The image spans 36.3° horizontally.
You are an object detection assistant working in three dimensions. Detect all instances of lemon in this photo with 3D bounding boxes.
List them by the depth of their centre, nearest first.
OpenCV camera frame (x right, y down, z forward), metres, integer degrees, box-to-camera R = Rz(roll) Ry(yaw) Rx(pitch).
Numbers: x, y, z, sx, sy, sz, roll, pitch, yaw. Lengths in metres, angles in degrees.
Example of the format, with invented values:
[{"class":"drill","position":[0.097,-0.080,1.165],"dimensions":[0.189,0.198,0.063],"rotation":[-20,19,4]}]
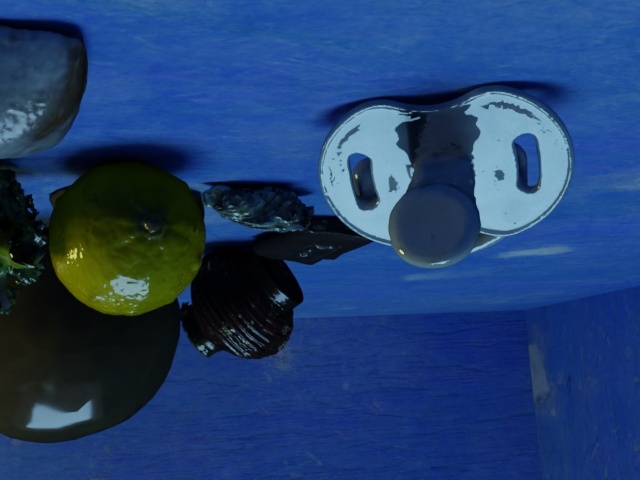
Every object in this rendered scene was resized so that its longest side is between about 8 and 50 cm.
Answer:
[{"class":"lemon","position":[-0.239,-0.002,1.211],"dimensions":[0.192,0.192,0.231],"rotation":[0,171,-22]}]

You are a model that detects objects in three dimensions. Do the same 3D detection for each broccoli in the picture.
[{"class":"broccoli","position":[-0.389,-0.002,1.179],"dimensions":[0.154,0.167,0.160],"rotation":[36,163,-37]}]

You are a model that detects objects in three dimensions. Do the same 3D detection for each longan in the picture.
[{"class":"longan","position":[-0.433,0.148,1.626],"dimensions":[0.405,0.404,0.336],"rotation":[-2,134,-10]}]

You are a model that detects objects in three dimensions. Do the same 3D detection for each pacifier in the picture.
[{"class":"pacifier","position":[0.134,-0.041,1.046],"dimensions":[0.279,0.227,0.207],"rotation":[-6,-146,12]}]

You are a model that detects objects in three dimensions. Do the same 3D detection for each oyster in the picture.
[{"class":"oyster","position":[-0.083,-0.049,1.413],"dimensions":[0.125,0.064,0.177],"rotation":[8,-173,26]}]

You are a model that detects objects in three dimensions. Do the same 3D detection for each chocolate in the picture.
[{"class":"chocolate","position":[-0.350,-0.115,0.809],"dimensions":[0.303,0.100,0.185],"rotation":[3,172,-18]}]

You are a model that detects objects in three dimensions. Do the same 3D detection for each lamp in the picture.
[{"class":"lamp","position":[-0.158,0.127,1.909],"dimensions":[0.247,0.246,0.247],"rotation":[-4,171,-1]}]

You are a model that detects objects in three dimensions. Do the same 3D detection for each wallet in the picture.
[{"class":"wallet","position":[0.000,0.000,1.763],"dimensions":[0.182,0.049,0.229],"rotation":[5,166,-28]}]

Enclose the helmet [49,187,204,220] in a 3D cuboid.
[{"class":"helmet","position":[-0.274,-0.002,1.403],"dimensions":[0.224,0.130,0.198],"rotation":[6,163,-41]}]
